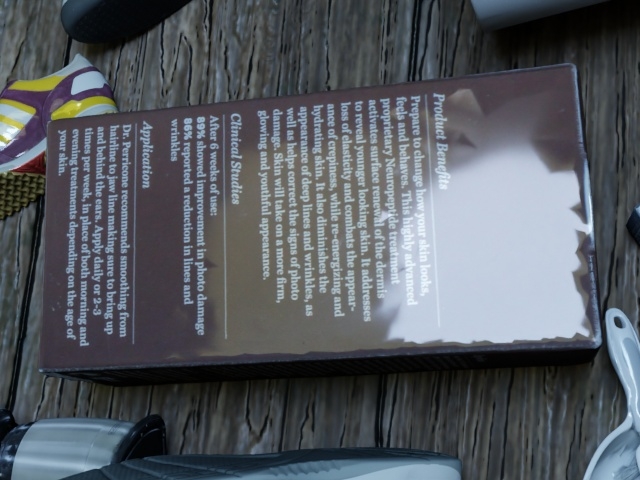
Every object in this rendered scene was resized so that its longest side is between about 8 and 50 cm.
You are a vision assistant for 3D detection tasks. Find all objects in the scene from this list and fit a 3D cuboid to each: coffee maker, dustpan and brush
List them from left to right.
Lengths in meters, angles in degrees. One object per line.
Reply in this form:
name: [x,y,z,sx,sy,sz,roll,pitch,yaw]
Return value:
coffee maker: [-0.213,0.205,0.742,0.178,0.120,0.171,4,80,13]
dustpan and brush: [0.223,0.151,0.684,0.147,0.060,0.211,-7,61,-9]

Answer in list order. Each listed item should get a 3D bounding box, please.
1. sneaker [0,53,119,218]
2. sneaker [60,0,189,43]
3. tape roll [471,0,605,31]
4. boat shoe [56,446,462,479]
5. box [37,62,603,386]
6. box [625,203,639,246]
sneaker: [-0.256,-0.083,0.845,0.185,0.069,0.084,-28,66,-2]
sneaker: [-0.130,-0.292,0.841,0.270,0.090,0.145,-37,78,2]
tape roll: [0.166,-0.283,0.694,0.169,0.246,0.246,-12,76,15]
boat shoe: [-0.047,0.193,0.653,0.320,0.118,0.103,2,84,-30]
box: [0.000,0.000,0.733,0.381,0.143,0.191,-4,77,13]
box: [0.363,-0.007,0.698,0.232,0.059,0.183,-35,73,2]
